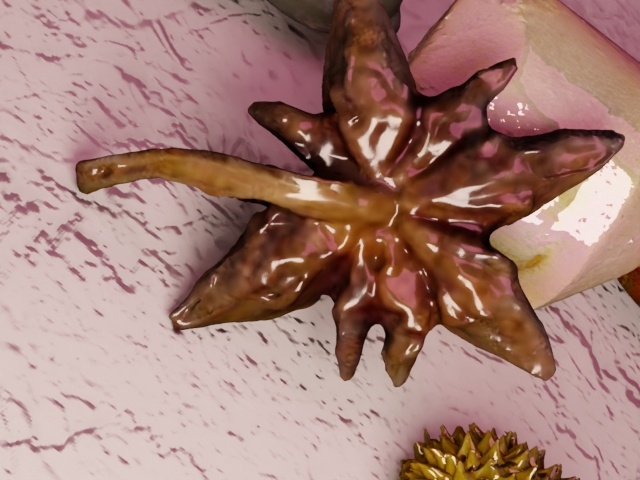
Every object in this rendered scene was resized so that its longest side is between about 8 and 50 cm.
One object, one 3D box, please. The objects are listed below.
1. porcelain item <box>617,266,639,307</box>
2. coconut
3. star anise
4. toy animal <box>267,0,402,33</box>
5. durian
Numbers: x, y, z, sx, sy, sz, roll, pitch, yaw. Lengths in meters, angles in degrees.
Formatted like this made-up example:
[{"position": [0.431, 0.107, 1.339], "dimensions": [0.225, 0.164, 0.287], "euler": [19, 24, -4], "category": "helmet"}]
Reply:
[{"position": [0.370, -0.035, 1.414], "dimensions": [0.253, 0.253, 0.253], "euler": [23, 49, -28], "category": "porcelain item"}, {"position": [0.163, -0.065, 1.274], "dimensions": [0.245, 0.233, 0.233], "euler": [38, 43, -3], "category": "coconut"}, {"position": [0.032, -0.027, 1.113], "dimensions": [0.349, 0.109, 0.292], "euler": [36, 75, 1], "category": "star anise"}, {"position": [-0.045, -0.238, 1.282], "dimensions": [0.251, 0.125, 0.127], "euler": [3, 31, -33], "category": "toy animal"}, {"position": [0.148, 0.223, 1.116], "dimensions": [0.183, 0.138, 0.250], "euler": [-10, 62, -35], "category": "durian"}]
